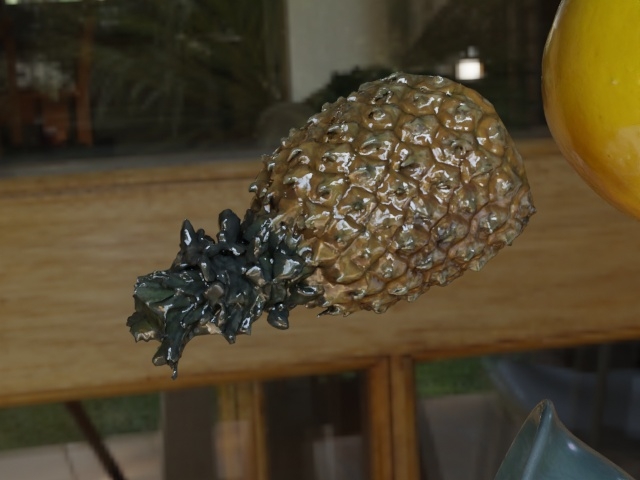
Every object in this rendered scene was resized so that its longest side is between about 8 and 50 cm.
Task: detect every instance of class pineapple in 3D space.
[{"bbox_3d":[0.000,0.000,1.169,0.362,0.202,0.202,-33,22,-23],"label":"pineapple"}]

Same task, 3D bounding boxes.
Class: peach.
[{"bbox_3d":[0.337,-0.129,1.153,0.289,0.289,0.308,-12,54,-46],"label":"peach"}]

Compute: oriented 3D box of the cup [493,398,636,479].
[{"bbox_3d":[0.188,0.236,0.992,0.150,0.199,0.199,25,14,6],"label":"cup"}]
